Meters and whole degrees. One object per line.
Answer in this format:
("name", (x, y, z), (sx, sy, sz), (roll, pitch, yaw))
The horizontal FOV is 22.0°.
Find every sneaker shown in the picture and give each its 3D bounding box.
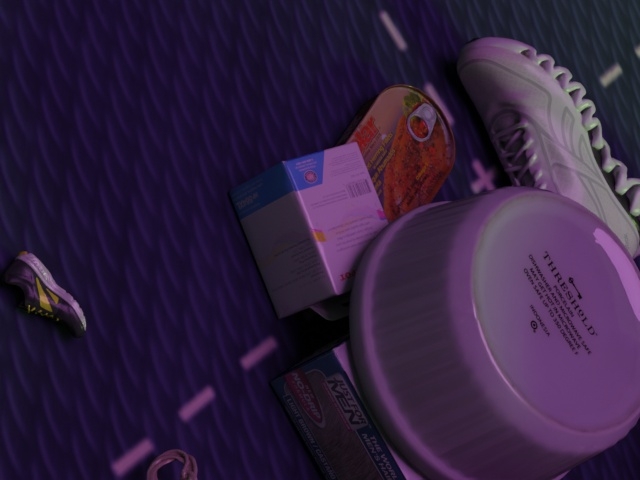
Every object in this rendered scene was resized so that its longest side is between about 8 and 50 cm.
("sneaker", (-0.220, 0.049, 1.302), (0.083, 0.031, 0.035), (49, 63, -7))
("sneaker", (0.232, -0.079, 1.670), (0.292, 0.110, 0.118), (51, 58, -11))

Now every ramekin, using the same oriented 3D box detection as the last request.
("ramekin", (0.167, 0.078, 1.392), (0.273, 0.127, 0.272), (15, 63, -32))

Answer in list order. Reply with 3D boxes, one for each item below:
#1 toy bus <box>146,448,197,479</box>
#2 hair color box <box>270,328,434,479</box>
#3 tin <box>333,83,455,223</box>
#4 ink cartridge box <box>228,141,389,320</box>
("toy bus", (-0.086, 0.289, 1.260), (0.202, 0.191, 0.104), (-53, 151, -38))
("hair color box", (0.134, 0.114, 1.505), (0.347, 0.105, 0.174), (-30, 90, -42))
("tin", (0.062, -0.070, 1.569), (0.106, 0.040, 0.189), (49, 50, -18))
("ink cartridge box", (0.000, 0.000, 1.454), (0.092, 0.090, 0.143), (-17, 85, -41))
